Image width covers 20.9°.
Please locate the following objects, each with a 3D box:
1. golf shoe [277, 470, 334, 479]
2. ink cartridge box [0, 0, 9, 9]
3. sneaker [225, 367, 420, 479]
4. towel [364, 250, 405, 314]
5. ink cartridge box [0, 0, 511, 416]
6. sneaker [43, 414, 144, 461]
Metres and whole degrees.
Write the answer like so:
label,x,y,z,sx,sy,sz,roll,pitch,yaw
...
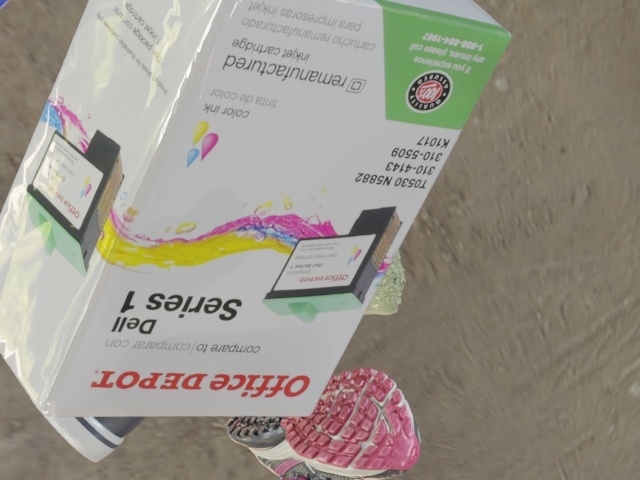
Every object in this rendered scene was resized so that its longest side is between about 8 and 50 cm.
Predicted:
label,x,y,z,sx,sy,sz,roll,pitch,yaw
golf shoe,0.047,0.187,0.930,0.186,0.067,0.086,19,94,-17
ink cartridge box,-0.385,-0.243,1.144,0.371,0.176,0.069,40,124,-9
sneaker,0.020,0.205,1.816,0.112,0.299,0.121,47,70,-20
towel,0.000,0.000,1.219,0.110,0.148,0.027,-10,38,3
ink cartridge box,-0.051,-0.038,0.984,0.117,0.201,0.278,48,121,41
sneaker,-0.180,0.063,1.437,0.127,0.321,0.126,-43,117,2
